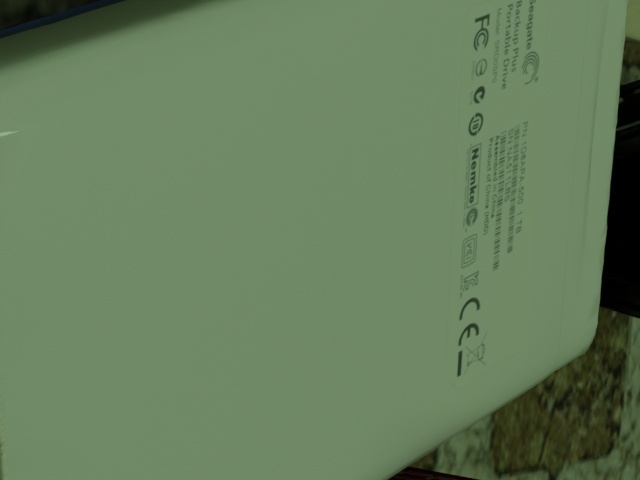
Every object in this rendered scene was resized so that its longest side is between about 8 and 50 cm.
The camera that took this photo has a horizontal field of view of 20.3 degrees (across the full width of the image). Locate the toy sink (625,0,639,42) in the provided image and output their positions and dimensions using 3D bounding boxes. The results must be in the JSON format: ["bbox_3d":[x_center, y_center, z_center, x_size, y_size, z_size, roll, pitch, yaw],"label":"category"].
[{"bbox_3d":[0.042,-0.173,0.761,0.234,0.131,0.153,3,93,-53],"label":"toy sink"}]

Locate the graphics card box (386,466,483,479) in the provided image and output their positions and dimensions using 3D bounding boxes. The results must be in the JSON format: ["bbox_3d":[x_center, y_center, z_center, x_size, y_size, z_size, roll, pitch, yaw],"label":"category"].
[{"bbox_3d":[0.028,0.277,0.692,0.094,0.233,0.371,11,86,-62],"label":"graphics card box"}]

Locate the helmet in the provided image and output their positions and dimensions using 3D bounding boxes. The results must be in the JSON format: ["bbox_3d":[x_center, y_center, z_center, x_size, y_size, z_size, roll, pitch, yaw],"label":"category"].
[{"bbox_3d":[0.235,-0.026,1.054,0.169,0.161,0.169,-14,106,-56],"label":"helmet"}]

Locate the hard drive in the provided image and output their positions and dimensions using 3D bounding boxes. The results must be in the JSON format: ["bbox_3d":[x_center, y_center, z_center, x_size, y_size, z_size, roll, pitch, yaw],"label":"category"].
[{"bbox_3d":[0.000,0.000,0.624,0.319,0.040,0.210,-25,126,-43],"label":"hard drive"}]
